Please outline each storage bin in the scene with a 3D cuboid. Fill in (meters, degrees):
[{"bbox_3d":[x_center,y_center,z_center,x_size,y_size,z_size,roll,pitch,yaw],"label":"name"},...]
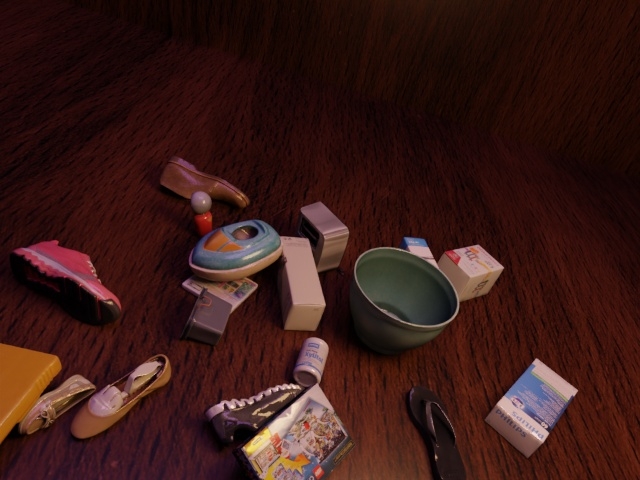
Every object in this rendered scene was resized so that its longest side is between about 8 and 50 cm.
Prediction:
[{"bbox_3d":[-0.277,0.190,1.249,0.091,0.098,0.135,24,35,-11],"label":"storage bin"}]

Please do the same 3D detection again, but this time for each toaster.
[{"bbox_3d":[0.000,0.000,1.552,0.110,0.168,0.186,-16,48,-35],"label":"toaster"}]

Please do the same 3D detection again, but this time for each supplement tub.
[{"bbox_3d":[-0.023,0.300,1.234,0.071,0.071,0.107,20,37,0],"label":"supplement tub"}]

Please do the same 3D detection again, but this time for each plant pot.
[{"bbox_3d":[0.202,0.187,1.377,0.292,0.196,0.293,12,38,-10],"label":"plant pot"}]

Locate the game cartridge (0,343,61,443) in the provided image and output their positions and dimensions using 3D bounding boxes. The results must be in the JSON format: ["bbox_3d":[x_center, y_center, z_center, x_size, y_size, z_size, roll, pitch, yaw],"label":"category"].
[{"bbox_3d":[-0.688,0.311,0.895,0.285,0.053,0.324,10,34,7],"label":"game cartridge"}]

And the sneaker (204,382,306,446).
[{"bbox_3d":[-0.125,0.383,1.083,0.234,0.078,0.106,-6,50,-30],"label":"sneaker"}]

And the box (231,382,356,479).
[{"bbox_3d":[-0.047,0.426,1.029,0.233,0.044,0.159,-28,84,-45],"label":"box"}]

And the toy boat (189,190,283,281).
[{"bbox_3d":[-0.277,-0.018,1.419,0.267,0.148,0.318,-25,44,-32],"label":"toy boat"}]

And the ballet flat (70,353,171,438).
[{"bbox_3d":[-0.411,0.311,1.040,0.080,0.073,0.232,33,39,18],"label":"ballet flat"}]

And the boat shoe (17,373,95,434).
[{"bbox_3d":[-0.518,0.327,0.988,0.048,0.056,0.153,25,29,14],"label":"boat shoe"}]

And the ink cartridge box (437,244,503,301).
[{"bbox_3d":[0.485,0.109,1.664,0.176,0.127,0.128,-9,45,-35],"label":"ink cartridge box"}]

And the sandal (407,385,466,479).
[{"bbox_3d":[0.284,0.453,1.191,0.097,0.055,0.255,4,39,-20],"label":"sandal"}]

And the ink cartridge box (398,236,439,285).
[{"bbox_3d":[0.298,0.104,1.574,0.082,0.140,0.191,8,38,-18],"label":"ink cartridge box"}]

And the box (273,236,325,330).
[{"bbox_3d":[-0.067,0.117,1.417,0.094,0.113,0.275,6,37,-18],"label":"box"}]

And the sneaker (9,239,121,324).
[{"bbox_3d":[-0.591,0.082,1.217,0.313,0.116,0.136,28,36,11],"label":"sneaker"}]

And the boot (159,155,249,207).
[{"bbox_3d":[-0.387,-0.162,1.666,0.305,0.112,0.115,24,66,-1],"label":"boot"}]

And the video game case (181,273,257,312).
[{"bbox_3d":[-0.276,0.126,1.386,0.157,0.019,0.143,28,37,13],"label":"video game case"}]

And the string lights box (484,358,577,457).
[{"bbox_3d":[0.561,0.434,1.325,0.259,0.077,0.133,-22,53,-42],"label":"string lights box"}]
